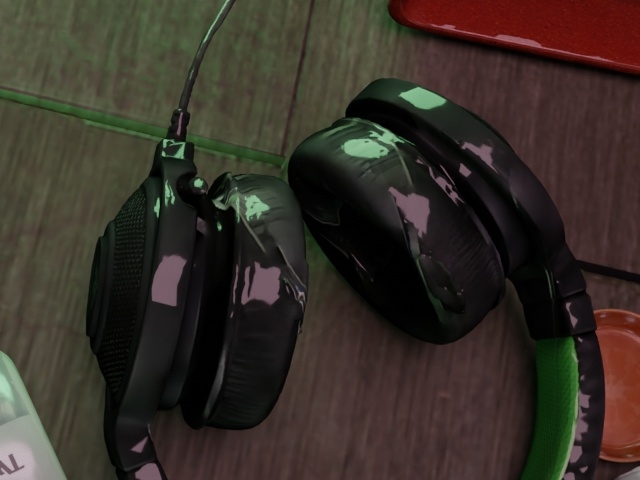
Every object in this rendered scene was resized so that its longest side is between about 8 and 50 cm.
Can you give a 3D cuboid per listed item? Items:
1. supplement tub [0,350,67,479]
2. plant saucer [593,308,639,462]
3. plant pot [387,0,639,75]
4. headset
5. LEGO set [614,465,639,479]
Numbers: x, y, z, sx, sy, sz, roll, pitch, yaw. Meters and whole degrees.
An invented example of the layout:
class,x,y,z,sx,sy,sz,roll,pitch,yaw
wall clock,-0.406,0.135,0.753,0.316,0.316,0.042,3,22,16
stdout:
class,x,y,z,sx,sy,sz,roll,pitch,yaw
supplement tub,-0.205,0.133,0.581,0.190,0.117,0.117,-23,79,-17
plant saucer,0.159,0.079,0.724,0.083,0.013,0.083,3,73,-9
plant pot,0.202,-0.262,0.720,0.267,0.267,0.236,11,59,-8
headset,0.000,0.000,0.626,0.243,0.185,0.394,-20,89,-16
LEGO set,0.222,0.237,0.639,0.132,0.107,0.287,-27,80,-17
